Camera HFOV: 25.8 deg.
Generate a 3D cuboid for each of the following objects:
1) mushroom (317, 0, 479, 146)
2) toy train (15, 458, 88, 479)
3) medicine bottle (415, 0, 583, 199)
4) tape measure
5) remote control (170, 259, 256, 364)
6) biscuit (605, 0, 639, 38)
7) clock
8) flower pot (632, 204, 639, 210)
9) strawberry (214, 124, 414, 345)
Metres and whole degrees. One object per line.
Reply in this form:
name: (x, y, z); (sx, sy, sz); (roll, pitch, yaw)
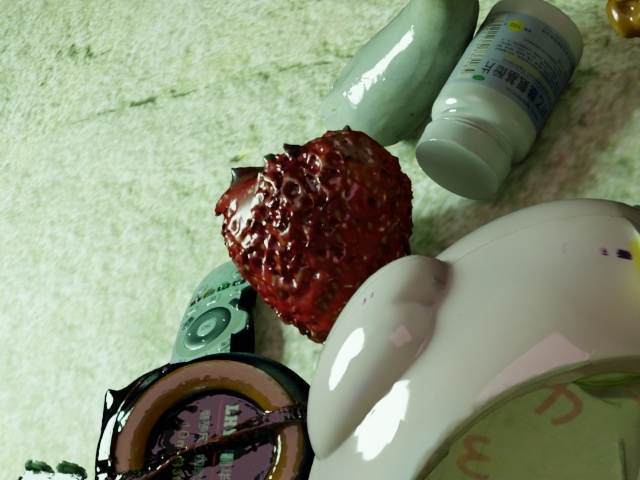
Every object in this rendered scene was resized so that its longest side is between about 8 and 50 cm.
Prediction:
mushroom: (0.096, -0.198, 1.406); (0.103, 0.118, 0.270); (62, 143, 27)
toy train: (-0.205, 0.248, 1.306); (0.202, 0.081, 0.060); (-2, 50, 33)
medicine bottle: (0.171, -0.137, 1.344); (0.103, 0.103, 0.186); (4, 54, 46)
tape measure: (-0.085, 0.199, 1.172); (0.223, 0.135, 0.202); (-5, 57, 13)
remote control: (-0.103, 0.109, 1.389); (0.097, 0.045, 0.256); (-22, 36, 24)
biscuit: (0.378, -0.327, 1.216); (0.110, 0.318, 0.312); (36, 70, 20)
clock: (0.142, 0.172, 0.825); (0.376, 0.368, 0.250); (-56, 8, 17)
flower pot: (0.266, 0.065, 1.029); (0.108, 0.103, 0.229); (-7, 47, 41)
strawberry: (0.000, 0.000, 1.304); (0.187, 0.184, 0.201); (-5, 62, -8)
